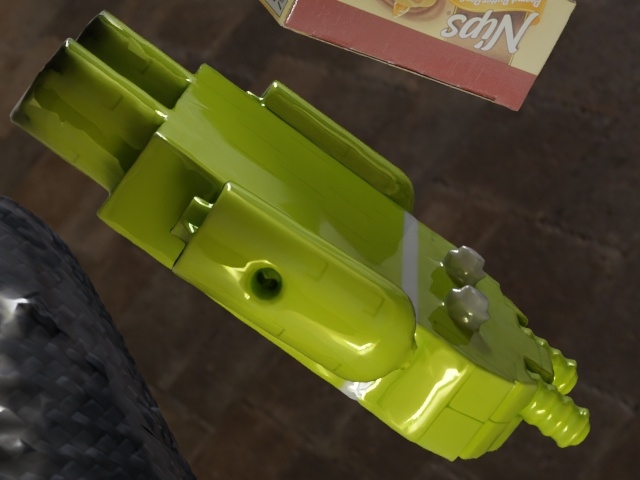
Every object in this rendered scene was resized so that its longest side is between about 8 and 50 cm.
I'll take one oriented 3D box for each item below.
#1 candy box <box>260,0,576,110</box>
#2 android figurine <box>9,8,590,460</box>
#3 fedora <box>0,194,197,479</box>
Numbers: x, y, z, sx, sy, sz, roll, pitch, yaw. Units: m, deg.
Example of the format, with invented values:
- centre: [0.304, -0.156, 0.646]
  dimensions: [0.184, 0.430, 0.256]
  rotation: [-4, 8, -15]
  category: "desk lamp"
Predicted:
- centre: [0.015, -0.209, 1.249]
  dimensions: [0.088, 0.183, 0.316]
  rotation: [-64, 31, 18]
  category: "candy box"
- centre: [0.000, 0.000, 0.801]
  dimensions: [0.056, 0.273, 0.248]
  rotation: [-54, 5, 14]
  category: "android figurine"
- centre: [-0.123, 0.091, 0.398]
  dimensions: [0.334, 0.334, 0.153]
  rotation: [-31, 61, 24]
  category: "fedora"
